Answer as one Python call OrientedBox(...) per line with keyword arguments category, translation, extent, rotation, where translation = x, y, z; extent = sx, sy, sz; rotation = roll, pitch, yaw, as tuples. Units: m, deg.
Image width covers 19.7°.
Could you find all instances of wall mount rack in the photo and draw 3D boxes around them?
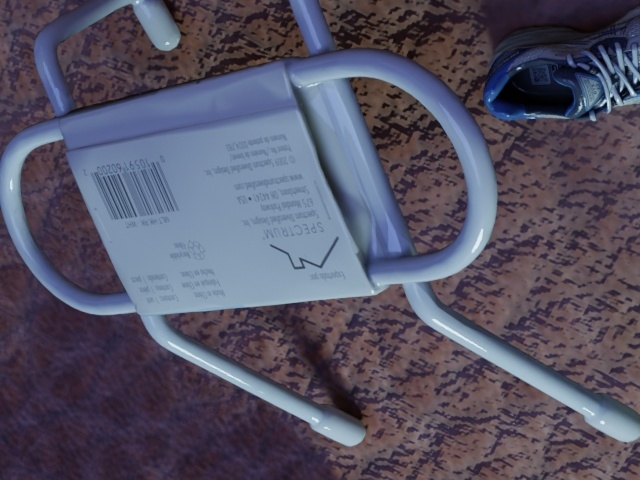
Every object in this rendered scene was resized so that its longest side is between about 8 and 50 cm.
OrientedBox(category="wall mount rack", translation=(0.000, 0.000, 0.945), extent=(0.350, 0.130, 0.304), rotation=(-7, 111, 46))

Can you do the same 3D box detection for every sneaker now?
OrientedBox(category="sneaker", translation=(0.140, -0.080, 0.894), extent=(0.135, 0.058, 0.052), rotation=(-11, 111, 30))
